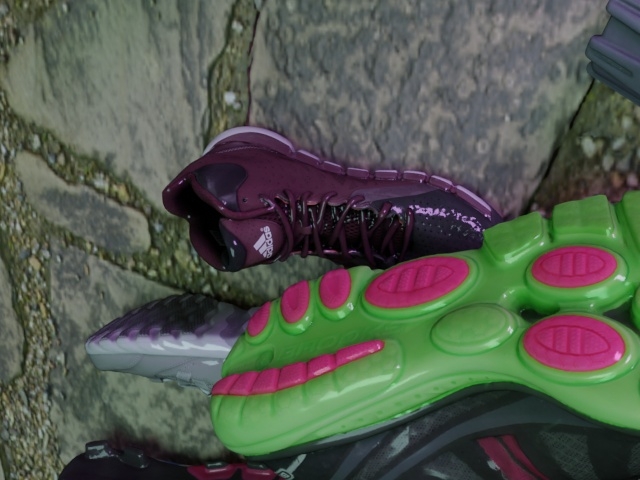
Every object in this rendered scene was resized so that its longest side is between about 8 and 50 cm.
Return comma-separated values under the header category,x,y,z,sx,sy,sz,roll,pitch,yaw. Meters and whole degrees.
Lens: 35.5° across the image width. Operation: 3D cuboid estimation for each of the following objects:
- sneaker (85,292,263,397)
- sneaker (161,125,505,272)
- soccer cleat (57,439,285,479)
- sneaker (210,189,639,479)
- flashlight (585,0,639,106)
category,x,y,z,sx,sy,sz,roll,pitch,yaw
sneaker,-0.092,0.120,0.916,0.281,0.105,0.115,1,111,24
sneaker,0.000,0.000,0.791,0.281,0.162,0.106,17,116,18
soccer cleat,-0.113,0.292,1.006,0.331,0.116,0.143,8,129,24
sneaker,0.152,0.102,0.680,0.483,0.185,0.202,-9,134,37
flashlight,0.316,-0.065,0.642,0.304,0.103,0.103,35,79,21
